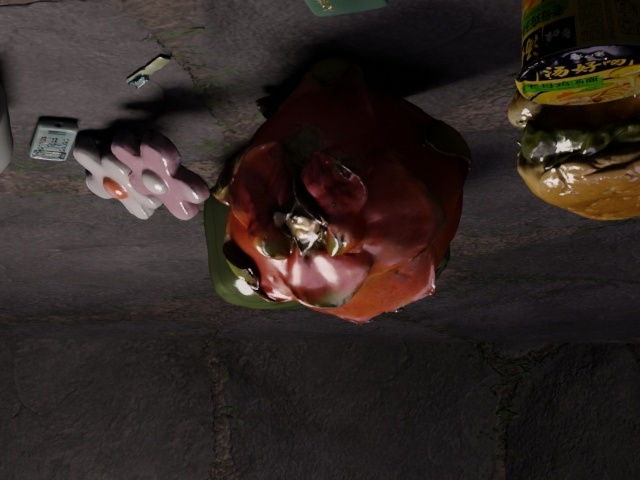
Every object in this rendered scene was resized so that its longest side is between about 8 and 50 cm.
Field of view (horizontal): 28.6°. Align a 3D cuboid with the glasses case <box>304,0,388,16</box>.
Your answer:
[{"bbox_3d":[0.007,-0.261,1.148,0.077,0.039,0.184,-6,165,14],"label":"glasses case"}]

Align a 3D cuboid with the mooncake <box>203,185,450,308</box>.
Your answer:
[{"bbox_3d":[0.000,0.000,1.785,0.351,0.187,0.351,-7,177,0],"label":"mooncake"}]

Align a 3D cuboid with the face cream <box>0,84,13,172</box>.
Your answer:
[{"bbox_3d":[-0.417,-0.120,1.497,0.101,0.101,0.252,0,165,-10],"label":"face cream"}]

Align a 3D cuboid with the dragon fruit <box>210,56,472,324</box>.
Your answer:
[{"bbox_3d":[0.005,-0.065,1.454,0.305,0.305,0.226,-12,155,31],"label":"dragon fruit"}]

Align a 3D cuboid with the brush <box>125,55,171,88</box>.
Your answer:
[{"bbox_3d":[-0.197,-0.192,1.436,0.016,0.013,0.083,10,159,-35],"label":"brush"}]

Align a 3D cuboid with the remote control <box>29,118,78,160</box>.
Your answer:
[{"bbox_3d":[-0.347,-0.130,1.632,0.053,0.018,0.124,4,164,-19],"label":"remote control"}]

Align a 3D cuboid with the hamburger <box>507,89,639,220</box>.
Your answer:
[{"bbox_3d":[0.337,-0.120,1.510,0.209,0.162,0.330,6,168,-34],"label":"hamburger"}]

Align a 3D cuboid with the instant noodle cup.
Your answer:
[{"bbox_3d":[0.262,-0.211,1.228,0.151,0.122,0.151,-1,166,0],"label":"instant noodle cup"}]

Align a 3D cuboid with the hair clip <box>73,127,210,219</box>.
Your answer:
[{"bbox_3d":[-0.228,-0.086,1.603,0.075,0.146,0.257,-42,-156,-20],"label":"hair clip"}]
